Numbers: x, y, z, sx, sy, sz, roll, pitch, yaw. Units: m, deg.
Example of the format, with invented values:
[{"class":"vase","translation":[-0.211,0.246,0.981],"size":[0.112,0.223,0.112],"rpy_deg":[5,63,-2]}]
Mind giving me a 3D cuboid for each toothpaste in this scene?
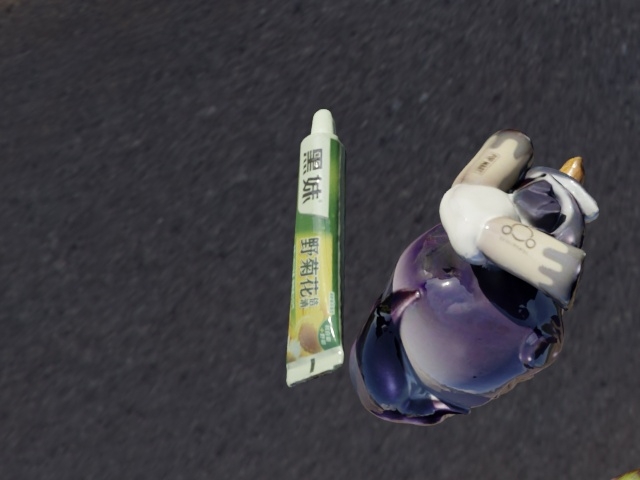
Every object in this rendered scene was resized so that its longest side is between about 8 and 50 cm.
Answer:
[{"class":"toothpaste","translation":[0.000,0.000,1.072],"size":[0.049,0.204,0.031],"rpy_deg":[-23,141,36]}]

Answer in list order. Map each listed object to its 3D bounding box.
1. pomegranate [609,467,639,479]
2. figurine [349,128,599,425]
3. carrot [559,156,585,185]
[{"class":"pomegranate","translation":[0.132,0.123,0.478],"size":[0.148,0.148,0.169],"rpy_deg":[22,142,4]},{"class":"figurine","translation":[0.101,0.048,1.112],"size":[0.145,0.145,0.222],"rpy_deg":[22,134,4]},{"class":"carrot","translation":[0.184,0.014,1.370],"size":[0.047,0.047,0.191],"rpy_deg":[26,72,2]}]
